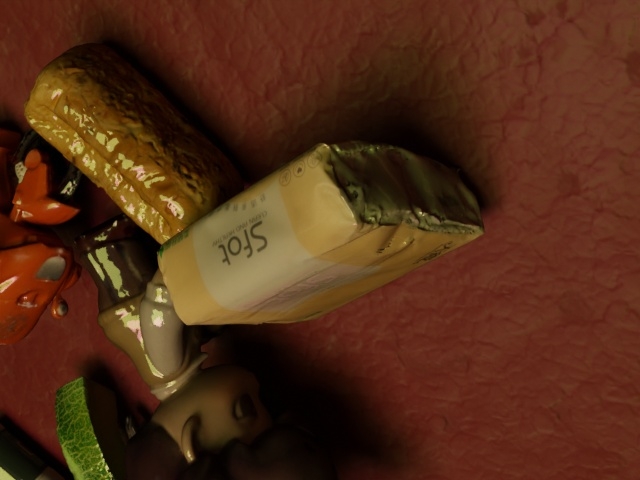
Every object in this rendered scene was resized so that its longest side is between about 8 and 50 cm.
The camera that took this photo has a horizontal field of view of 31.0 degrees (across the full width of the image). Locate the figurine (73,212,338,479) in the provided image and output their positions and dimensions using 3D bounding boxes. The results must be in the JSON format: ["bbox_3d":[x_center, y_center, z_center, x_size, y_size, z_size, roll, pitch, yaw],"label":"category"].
[{"bbox_3d":[-0.106,0.148,1.115,0.218,0.206,0.365,153,105,-68],"label":"figurine"}]

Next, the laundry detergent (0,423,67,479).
[{"bbox_3d":[-0.333,0.318,1.386,0.225,0.070,0.099,39,119,3],"label":"laundry detergent"}]

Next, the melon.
[{"bbox_3d":[-0.228,0.247,1.270,0.064,0.118,0.210,-23,91,17],"label":"melon"}]

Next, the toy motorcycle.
[{"bbox_3d":[-0.363,-0.005,1.177,0.325,0.147,0.221,-3,81,33],"label":"toy motorcycle"}]

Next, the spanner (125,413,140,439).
[{"bbox_3d":[-0.186,0.263,1.176,0.015,0.254,0.054,-33,117,12],"label":"spanner"}]

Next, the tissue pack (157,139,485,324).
[{"bbox_3d":[0.000,0.000,0.969,0.222,0.186,0.090,-27,70,37],"label":"tissue pack"}]

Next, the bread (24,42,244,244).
[{"bbox_3d":[-0.166,-0.088,1.053,0.211,0.114,0.083,43,125,-2],"label":"bread"}]
